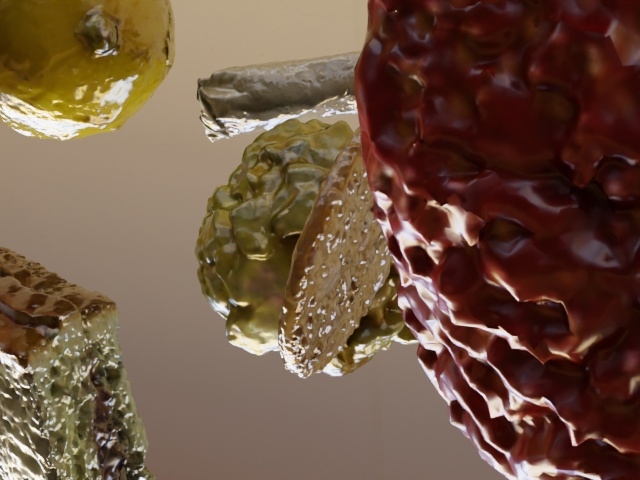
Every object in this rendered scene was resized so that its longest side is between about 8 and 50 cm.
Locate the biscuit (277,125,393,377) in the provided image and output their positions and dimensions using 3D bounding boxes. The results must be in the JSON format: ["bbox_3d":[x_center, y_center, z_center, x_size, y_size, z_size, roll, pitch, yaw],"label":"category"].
[{"bbox_3d":[0.026,0.001,0.726,0.033,0.220,0.220,23,-56,19],"label":"biscuit"}]

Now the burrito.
[{"bbox_3d":[0.005,-0.163,1.041,0.275,0.059,0.082,-10,-40,-1],"label":"burrito"}]

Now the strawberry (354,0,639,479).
[{"bbox_3d":[0.162,-0.030,0.469,0.292,0.292,0.343,-17,-74,32],"label":"strawberry"}]

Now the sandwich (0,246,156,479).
[{"bbox_3d":[-0.306,0.186,1.054,0.262,0.131,0.325,16,-58,41],"label":"sandwich"}]

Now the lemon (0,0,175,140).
[{"bbox_3d":[-0.294,-0.239,1.095,0.260,0.260,0.284,50,-18,-6],"label":"lemon"}]

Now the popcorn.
[{"bbox_3d":[0.000,0.000,0.934,0.259,0.259,0.212,6,-51,23],"label":"popcorn"}]
